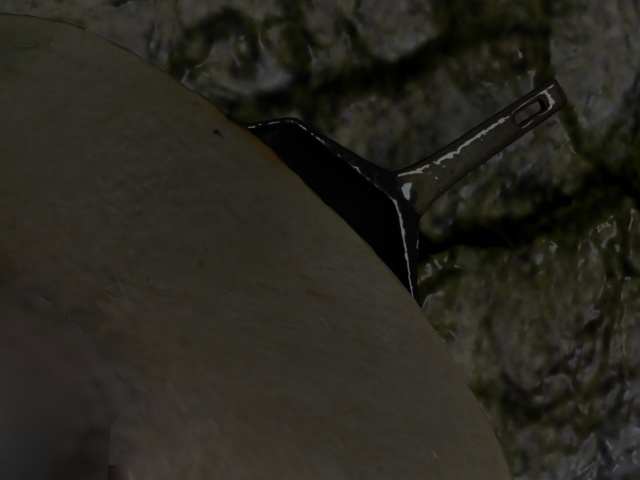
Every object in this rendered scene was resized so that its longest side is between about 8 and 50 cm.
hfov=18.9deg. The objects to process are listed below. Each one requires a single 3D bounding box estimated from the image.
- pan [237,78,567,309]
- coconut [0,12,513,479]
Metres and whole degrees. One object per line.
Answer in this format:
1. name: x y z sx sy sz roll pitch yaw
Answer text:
1. pan: 0.003 0.016 0.717 0.202 0.048 0.128 -10 95 -26
2. coconut: -0.102 0.098 0.499 0.323 0.323 0.323 0 89 -28
